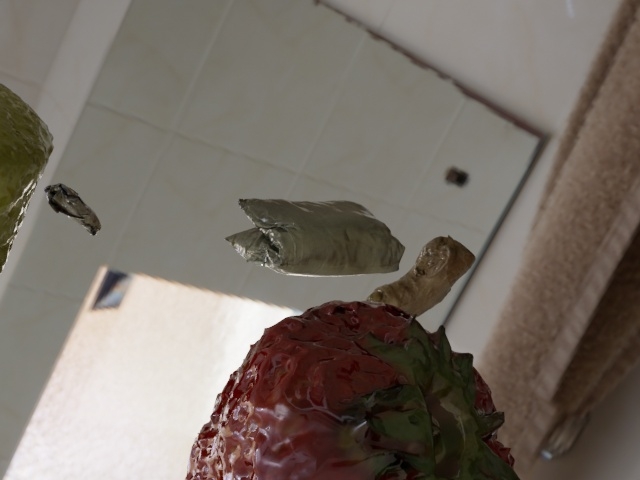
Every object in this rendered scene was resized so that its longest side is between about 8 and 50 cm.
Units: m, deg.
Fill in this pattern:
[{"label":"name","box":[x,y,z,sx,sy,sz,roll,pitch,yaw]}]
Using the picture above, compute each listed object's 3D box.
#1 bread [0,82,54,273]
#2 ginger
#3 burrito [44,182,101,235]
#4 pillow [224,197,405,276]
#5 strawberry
[{"label":"bread","box":[-0.502,-0.059,1.224,0.348,0.307,0.348,19,-164,-6]},{"label":"ginger","box":[0.180,0.083,1.913,0.074,0.213,0.137,40,168,45]},{"label":"burrito","box":[-0.376,-0.049,1.639,0.051,0.042,0.171,30,173,12]},{"label":"pillow","box":[0.000,0.000,1.250,0.181,0.077,0.134,-1,-159,-31]},{"label":"strawberry","box":[0.009,0.183,0.846,0.257,0.277,0.257,31,-138,-32]}]
